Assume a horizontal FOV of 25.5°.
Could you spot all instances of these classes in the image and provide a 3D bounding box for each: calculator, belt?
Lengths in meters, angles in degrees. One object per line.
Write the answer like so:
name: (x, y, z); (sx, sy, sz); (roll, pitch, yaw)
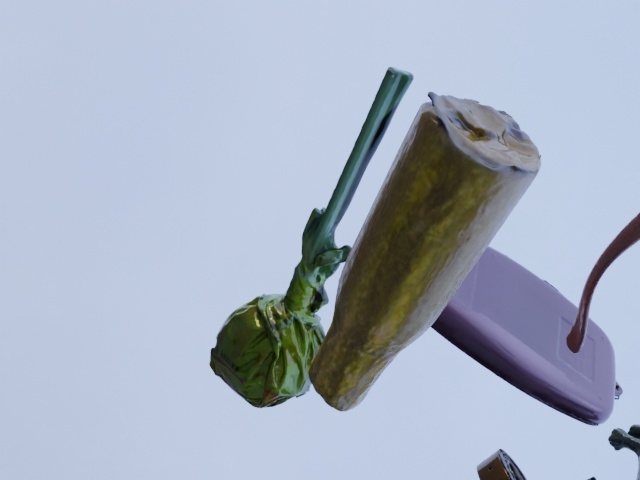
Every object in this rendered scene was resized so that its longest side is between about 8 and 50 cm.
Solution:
calculator: (0.241, 0.101, 1.657); (0.043, 0.294, 0.194); (-50, -167, 34)
belt: (0.179, 0.240, 1.345); (0.036, 0.059, 0.083); (-38, -139, 12)

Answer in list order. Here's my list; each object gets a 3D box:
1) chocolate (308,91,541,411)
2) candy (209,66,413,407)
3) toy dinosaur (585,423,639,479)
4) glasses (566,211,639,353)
chocolate: (0.051, 0.017, 0.869); (0.086, 0.085, 0.219); (54, -52, 38)
candy: (0.003, 0.001, 0.964); (0.077, 0.073, 0.262); (48, -60, 46)
toy dinosaur: (0.385, 0.250, 1.508); (0.147, 0.363, 0.076); (19, -65, 46)
glasses: (0.310, -0.006, 1.038); (0.268, 0.234, 0.118); (-42, -128, 55)
